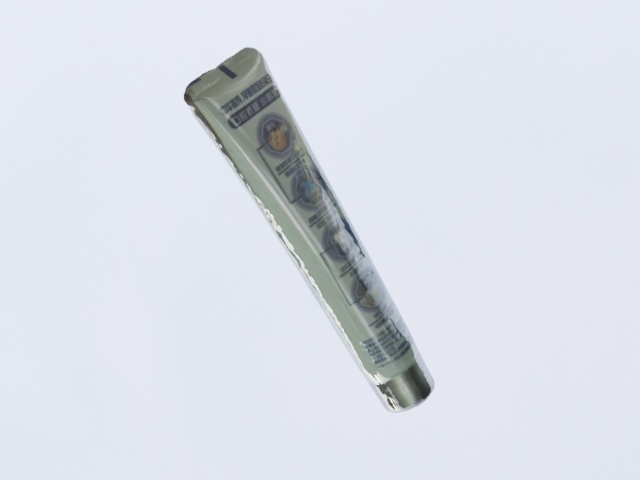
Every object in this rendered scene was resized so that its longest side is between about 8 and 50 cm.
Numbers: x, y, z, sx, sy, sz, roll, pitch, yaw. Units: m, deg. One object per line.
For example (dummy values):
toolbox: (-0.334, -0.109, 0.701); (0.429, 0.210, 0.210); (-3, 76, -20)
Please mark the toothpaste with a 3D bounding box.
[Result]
toothpaste: (0.000, 0.000, 0.586); (0.062, 0.239, 0.039); (-42, -159, -33)
